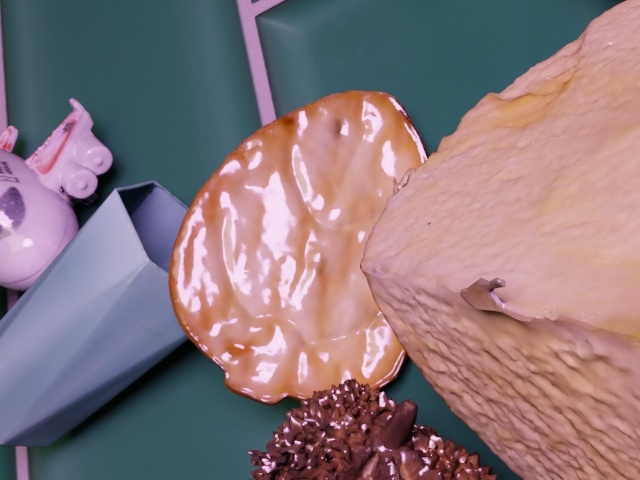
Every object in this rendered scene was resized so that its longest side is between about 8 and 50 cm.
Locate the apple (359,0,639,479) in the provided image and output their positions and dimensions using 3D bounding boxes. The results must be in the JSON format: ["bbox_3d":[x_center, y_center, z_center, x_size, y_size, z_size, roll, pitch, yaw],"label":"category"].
[{"bbox_3d":[0.215,-0.007,0.442,0.314,0.252,0.309,42,67,15],"label":"apple"}]

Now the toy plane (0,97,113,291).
[{"bbox_3d":[-0.317,-0.038,0.813,0.252,0.118,0.252,-14,52,19],"label":"toy plane"}]

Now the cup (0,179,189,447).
[{"bbox_3d":[-0.199,0.070,0.719,0.236,0.134,0.148,-38,57,16],"label":"cup"}]

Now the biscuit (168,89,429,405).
[{"bbox_3d":[0.000,0.001,0.637,0.203,0.041,0.260,23,78,2],"label":"biscuit"}]

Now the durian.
[{"bbox_3d":[0.035,0.178,0.526,0.196,0.167,0.196,9,113,21],"label":"durian"}]
